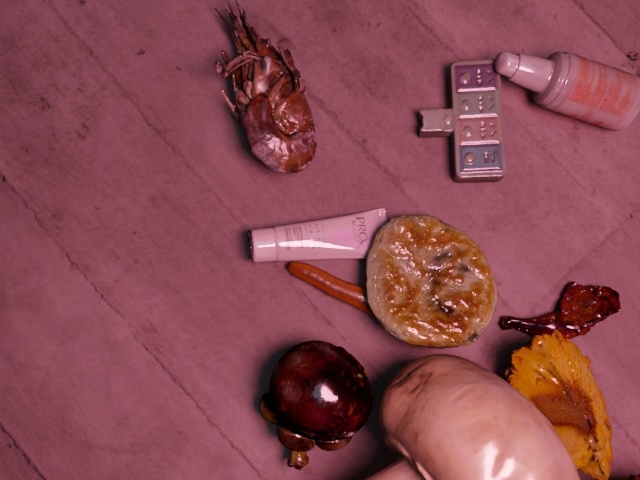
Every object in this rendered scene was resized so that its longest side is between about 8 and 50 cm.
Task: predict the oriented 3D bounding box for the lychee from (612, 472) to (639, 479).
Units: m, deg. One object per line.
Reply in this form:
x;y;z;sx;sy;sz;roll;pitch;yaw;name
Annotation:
0.515;0.472;0.829;0.268;0.267;0.267;0;81;-3;lychee

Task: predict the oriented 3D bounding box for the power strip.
0.247;-0.209;1.017;0.145;0.061;0.215;-1;81;4;power strip

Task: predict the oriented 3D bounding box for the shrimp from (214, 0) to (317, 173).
-0.110;-0.268;0.975;0.145;0.116;0.343;-20;82;-20;shrimp

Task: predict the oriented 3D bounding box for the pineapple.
0.369;0.256;0.937;0.140;0.164;0.249;-31;87;-46;pineapple

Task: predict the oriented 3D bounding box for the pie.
0.181;0.068;0.943;0.241;0.054;0.240;4;67;-10;pie

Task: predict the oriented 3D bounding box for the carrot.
0.057;0.093;0.964;0.248;0.043;0.043;25;81;3;carrot

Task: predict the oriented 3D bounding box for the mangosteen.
-0.012;0.241;0.881;0.184;0.172;0.172;-32;84;12;mangosteen

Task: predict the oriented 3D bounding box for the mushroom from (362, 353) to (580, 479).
0.168;0.340;0.804;0.336;0.314;0.314;-34;84;-2;mushroom

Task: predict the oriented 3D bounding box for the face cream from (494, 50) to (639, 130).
0.422;-0.271;0.993;0.252;0.101;0.101;15;81;-8;face cream

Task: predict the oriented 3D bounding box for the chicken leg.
0.413;0.127;0.974;0.205;0.053;0.093;-22;60;-13;chicken leg

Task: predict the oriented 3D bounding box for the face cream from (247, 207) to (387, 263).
0.000;0.000;0.971;0.244;0.058;0.092;-6;77;-10;face cream
